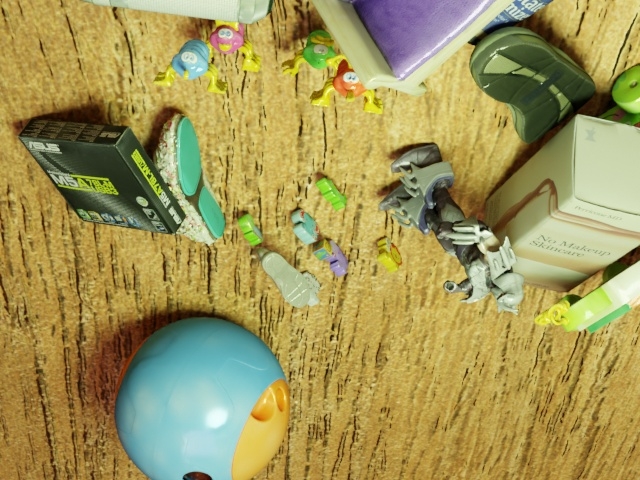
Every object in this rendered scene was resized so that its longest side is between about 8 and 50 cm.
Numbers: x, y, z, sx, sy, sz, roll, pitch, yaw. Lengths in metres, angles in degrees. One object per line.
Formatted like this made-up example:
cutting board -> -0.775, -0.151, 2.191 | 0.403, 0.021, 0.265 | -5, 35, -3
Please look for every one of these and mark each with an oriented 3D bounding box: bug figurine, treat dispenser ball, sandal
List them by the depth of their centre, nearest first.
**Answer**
bug figurine -> -0.059, -0.224, 1.424 | 0.279, 0.216, 0.072 | 6, 114, -5
sandal -> 0.269, -0.214, 1.486 | 0.120, 0.086, 0.303 | -36, 152, 13
treat dispenser ball -> -0.192, 0.270, 1.897 | 0.288, 0.288, 0.288 | 0, 137, 0

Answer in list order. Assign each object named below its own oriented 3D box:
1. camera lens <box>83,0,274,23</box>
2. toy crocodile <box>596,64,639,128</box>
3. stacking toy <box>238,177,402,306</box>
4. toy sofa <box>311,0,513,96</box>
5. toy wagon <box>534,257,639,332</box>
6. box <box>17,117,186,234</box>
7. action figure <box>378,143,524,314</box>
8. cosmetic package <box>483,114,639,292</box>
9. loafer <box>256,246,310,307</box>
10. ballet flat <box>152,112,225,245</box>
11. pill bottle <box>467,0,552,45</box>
camera lens -> -0.167, -0.359, 1.269 | 0.274, 0.219, 0.219 | 6, 137, -6
toy crocodile -> 0.501, -0.191, 1.525 | 0.341, 0.105, 0.115 | -28, 130, 28
stacking toy -> 0.000, 0.000, 1.781 | 0.167, 0.052, 0.221 | -24, 129, 24
toy sofa -> 0.154, -0.326, 1.243 | 0.362, 0.150, 0.177 | -39, 158, 26
toy wagon -> 0.447, 0.057, 1.667 | 0.344, 0.068, 0.267 | -29, 170, -32
box -> -0.306, -0.090, 1.634 | 0.191, 0.045, 0.184 | 9, 147, 32
action figure -> 0.193, 0.001, 1.610 | 0.099, 0.285, 0.185 | -24, 143, -16
cosmetic package -> 0.349, -0.041, 1.603 | 0.153, 0.129, 0.296 | 13, 156, -10
loafer -> -0.057, 0.053, 1.780 | 0.045, 0.039, 0.125 | -40, 130, -5
ballet flat -> -0.203, -0.082, 1.670 | 0.077, 0.091, 0.241 | 3, 136, 17
pill bottle -> 0.243, -0.334, 1.362 | 0.219, 0.122, 0.123 | -31, 129, 29
